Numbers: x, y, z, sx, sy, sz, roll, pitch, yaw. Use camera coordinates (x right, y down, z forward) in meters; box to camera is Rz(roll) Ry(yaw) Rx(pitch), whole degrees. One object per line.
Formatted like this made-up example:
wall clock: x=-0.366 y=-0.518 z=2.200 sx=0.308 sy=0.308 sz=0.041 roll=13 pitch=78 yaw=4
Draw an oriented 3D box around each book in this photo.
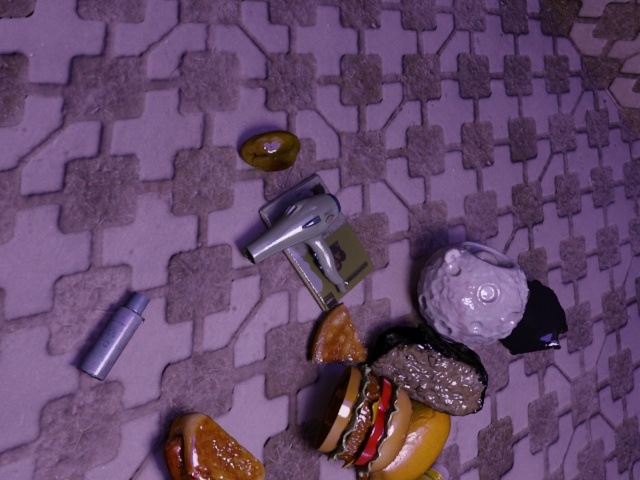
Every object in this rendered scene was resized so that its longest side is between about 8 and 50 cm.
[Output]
book: x=0.000 y=0.000 z=1.651 sx=0.239 sy=0.035 sz=0.352 roll=-38 pitch=101 yaw=-32

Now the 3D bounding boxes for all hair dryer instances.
hair dryer: x=-0.065 y=0.033 z=1.539 sx=0.296 sy=0.119 sz=0.298 roll=-12 pitch=98 yaw=-26

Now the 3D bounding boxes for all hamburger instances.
hamburger: x=0.128 y=0.483 z=1.489 sx=0.212 sy=0.274 sz=0.274 roll=24 pitch=67 yaw=-2

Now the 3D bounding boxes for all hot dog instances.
hot dog: x=-0.266 y=0.536 z=1.322 sx=0.256 sy=0.150 sz=0.153 roll=48 pitch=51 yaw=-17

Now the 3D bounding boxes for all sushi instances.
sushi: x=0.321 y=0.379 z=1.627 sx=0.350 sy=0.171 sz=0.210 roll=24 pitch=105 yaw=0

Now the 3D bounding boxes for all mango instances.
mango: x=0.253 y=0.600 z=1.637 sx=0.359 sy=0.144 sz=0.187 roll=-39 pitch=97 yaw=-26

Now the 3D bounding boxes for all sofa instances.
sofa: x=0.719 y=0.263 z=1.971 sx=0.258 sy=0.200 sz=0.182 roll=44 pitch=50 yaw=-17

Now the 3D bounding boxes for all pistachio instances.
pistachio: x=-0.129 y=-0.257 z=1.576 sx=0.190 sy=0.110 sz=0.100 roll=-8 pitch=54 yaw=-32

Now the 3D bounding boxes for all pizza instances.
pizza: x=0.058 y=0.306 z=1.618 sx=0.193 sy=0.053 sz=0.201 roll=46 pitch=58 yaw=-16

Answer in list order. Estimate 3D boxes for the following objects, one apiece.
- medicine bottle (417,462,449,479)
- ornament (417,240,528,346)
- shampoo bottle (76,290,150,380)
medicine bottle: x=0.303 y=0.746 z=1.652 sx=0.213 sy=0.122 sz=0.121 roll=-23 pitch=94 yaw=-46
ornament: x=0.465 y=0.171 z=1.745 sx=0.337 sy=0.337 sz=0.336 roll=6 pitch=78 yaw=-31
shampoo bottle: x=-0.472 y=0.218 z=1.295 sx=0.072 sy=0.072 sz=0.214 roll=38 pitch=63 yaw=-21
